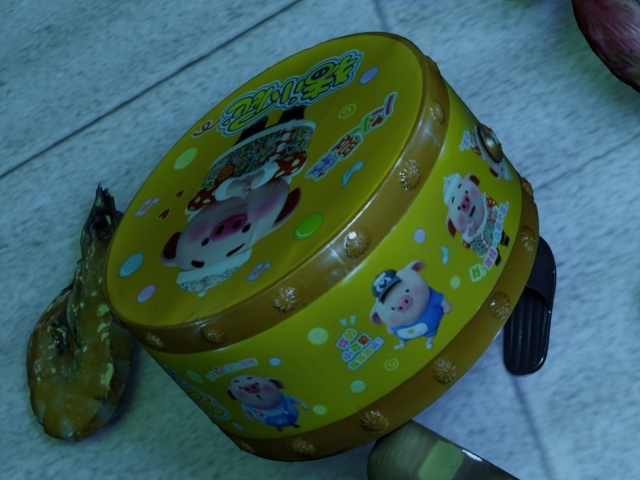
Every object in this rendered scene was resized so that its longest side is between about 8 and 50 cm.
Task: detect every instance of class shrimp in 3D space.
[{"bbox_3d":[-0.289,0.089,2.135,0.164,0.062,0.317,-10,67,30],"label":"shrimp"}]

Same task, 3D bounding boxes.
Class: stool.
[{"bbox_3d":[0.084,0.324,1.735,0.179,0.179,0.264,27,84,36],"label":"stool"}]

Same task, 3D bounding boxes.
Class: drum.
[{"bbox_3d":[0.000,0.000,1.813,0.431,0.214,0.431,-31,30,20],"label":"drum"}]

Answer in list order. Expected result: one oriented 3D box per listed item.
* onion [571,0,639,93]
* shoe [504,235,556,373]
[{"bbox_3d":[0.408,-0.258,1.722,0.353,0.353,0.354,-12,63,26],"label":"onion"},{"bbox_3d":[0.210,0.060,1.856,0.062,0.053,0.159,-10,67,31],"label":"shoe"}]
